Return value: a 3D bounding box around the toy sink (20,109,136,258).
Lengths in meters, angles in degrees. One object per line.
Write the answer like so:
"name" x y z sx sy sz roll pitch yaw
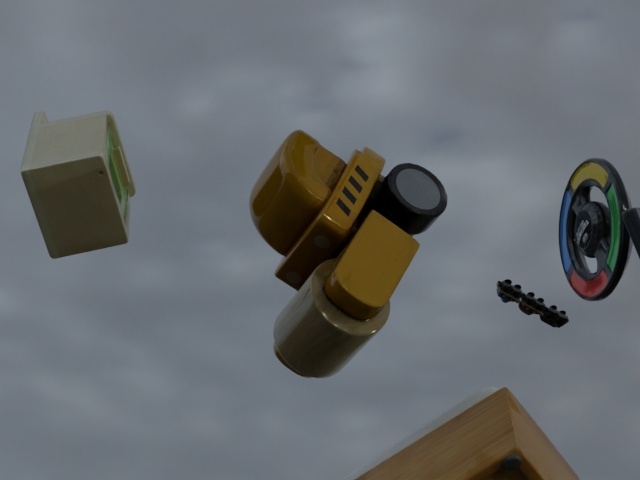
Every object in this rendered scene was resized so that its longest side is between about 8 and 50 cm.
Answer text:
"toy sink" -0.365 -0.103 1.685 0.131 0.234 0.152 -12 -61 -2

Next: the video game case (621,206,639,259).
"video game case" 0.511 0.047 1.532 0.026 0.196 0.274 -27 -14 30

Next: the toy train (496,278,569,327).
"toy train" 0.358 0.110 1.868 0.158 0.027 0.036 29 -56 -23

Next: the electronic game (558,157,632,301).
"electronic game" 0.434 -0.017 1.741 0.048 0.229 0.229 1 -36 -12

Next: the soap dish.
"soap dish" 0.177 0.343 1.414 0.291 0.118 0.229 -34 -56 9

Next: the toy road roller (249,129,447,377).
"toy road roller" 0.000 0.000 1.510 0.241 0.329 0.202 33 -43 -4
